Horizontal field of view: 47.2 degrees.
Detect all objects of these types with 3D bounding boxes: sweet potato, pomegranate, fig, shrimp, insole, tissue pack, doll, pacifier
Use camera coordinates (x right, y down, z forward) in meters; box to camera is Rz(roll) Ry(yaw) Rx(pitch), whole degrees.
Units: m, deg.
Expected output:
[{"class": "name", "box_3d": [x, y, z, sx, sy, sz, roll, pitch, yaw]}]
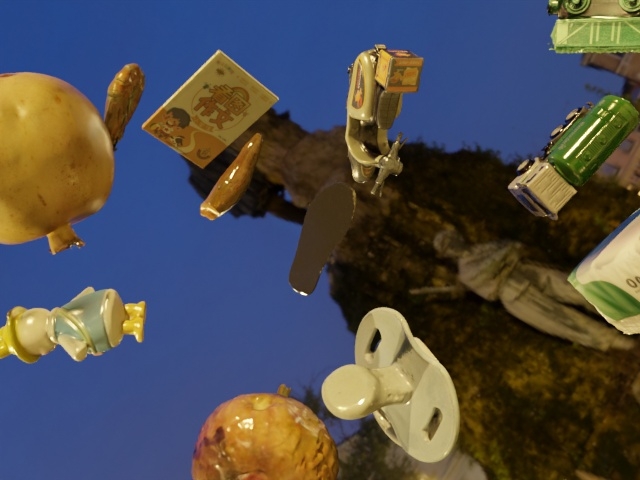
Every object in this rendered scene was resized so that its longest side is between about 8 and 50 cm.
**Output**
[{"class": "sweet potato", "box_3d": [-0.201, -0.148, 1.778, 0.244, 0.077, 0.077, -53, -24, -4]}, {"class": "pomegranate", "box_3d": [-0.497, -0.125, 1.257, 0.319, 0.319, 0.319, -44, -27, -30]}, {"class": "fig", "box_3d": [-0.088, 0.403, 1.481, 0.369, 0.286, 0.286, -56, -12, -66]}, {"class": "shrimp", "box_3d": [-0.376, -0.243, 1.391, 0.190, 0.042, 0.101, -70, -16, 7]}, {"class": "insole", "box_3d": [0.000, 0.000, 1.628, 0.012, 0.110, 0.309, -30, -32, -53]}, {"class": "tissue pack", "box_3d": [0.650, 0.020, 1.314, 0.266, 0.194, 0.356, -39, -6, -12]}, {"class": "doll", "box_3d": [-0.398, 0.135, 1.155, 0.241, 0.135, 0.099, -12, -19, 2]}, {"class": "pacifier", "box_3d": [0.099, 0.253, 1.208, 0.207, 0.279, 0.227, -5, -50, -34]}]

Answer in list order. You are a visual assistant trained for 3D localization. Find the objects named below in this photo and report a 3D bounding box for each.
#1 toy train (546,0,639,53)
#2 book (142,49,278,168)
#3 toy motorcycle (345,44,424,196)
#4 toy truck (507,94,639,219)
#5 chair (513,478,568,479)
[{"class": "toy train", "box_3d": [0.664, -0.513, 1.697, 0.115, 0.269, 0.154, -34, -55, -61]}, {"class": "book", "box_3d": [-0.282, -0.327, 1.871, 0.295, 0.020, 0.208, -38, -50, 23]}, {"class": "toy motorcycle", "box_3d": [0.100, -0.210, 1.281, 0.091, 0.157, 0.263, -5, -59, -20]}, {"class": "toy truck", "box_3d": [0.459, -0.152, 1.317, 0.242, 0.101, 0.125, -47, 7, 0]}, {"class": "chair", "box_3d": [0.445, 0.580, 1.270, 0.160, 0.319, 0.186, 6, -67, -20]}]
